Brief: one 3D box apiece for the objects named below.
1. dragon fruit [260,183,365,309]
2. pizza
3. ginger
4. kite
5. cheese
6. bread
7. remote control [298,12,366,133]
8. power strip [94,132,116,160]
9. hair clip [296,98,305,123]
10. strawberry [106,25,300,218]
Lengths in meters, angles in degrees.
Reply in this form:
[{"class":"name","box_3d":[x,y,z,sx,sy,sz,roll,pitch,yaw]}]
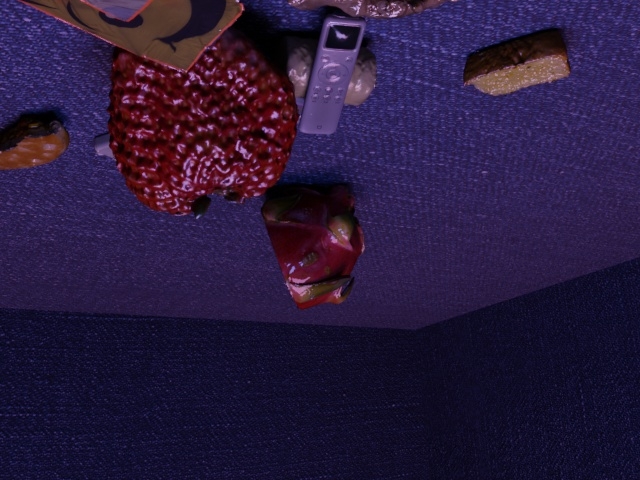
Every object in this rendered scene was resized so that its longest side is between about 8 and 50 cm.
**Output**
[{"class":"dragon fruit","box_3d":[0.000,0.000,2.188,0.225,0.305,0.305,-21,163,-1]},{"class":"pizza","box_3d":[-0.563,-0.189,1.765,0.127,0.058,0.246,5,162,-34]},{"class":"ginger","box_3d":[0.080,-0.356,1.339,0.258,0.065,0.149,-4,-172,0]},{"class":"kite","box_3d":[-0.265,-0.323,1.169,0.327,0.013,0.377,3,157,20]},{"class":"cheese","box_3d":[0.003,-0.288,1.543,0.167,0.094,0.123,5,169,-17]},{"class":"bread","box_3d":[0.350,-0.311,1.611,0.187,0.065,0.103,-16,162,30]},{"class":"remote control","box_3d":[0.016,-0.260,1.466,0.067,0.029,0.261,1,145,-12]},{"class":"power strip","box_3d":[-0.364,-0.201,1.821,0.192,0.035,0.081,-13,162,28]},{"class":"hair clip","box_3d":[-0.066,-0.256,1.715,0.220,0.054,0.140,-5,170,13]},{"class":"strawberry","box_3d":[-0.195,-0.221,1.455,0.312,0.267,0.351,-11,131,0]}]
